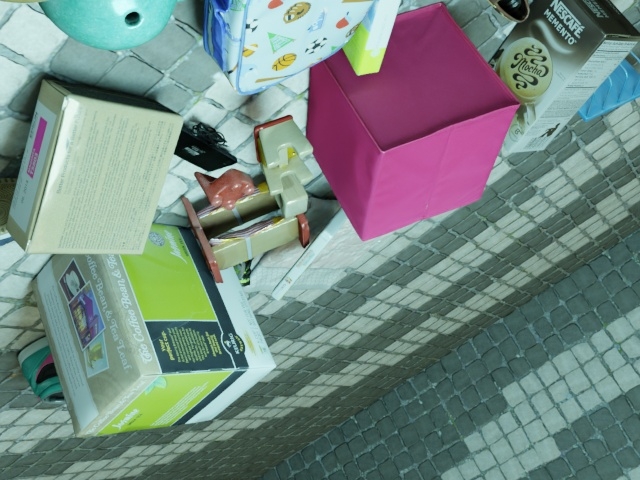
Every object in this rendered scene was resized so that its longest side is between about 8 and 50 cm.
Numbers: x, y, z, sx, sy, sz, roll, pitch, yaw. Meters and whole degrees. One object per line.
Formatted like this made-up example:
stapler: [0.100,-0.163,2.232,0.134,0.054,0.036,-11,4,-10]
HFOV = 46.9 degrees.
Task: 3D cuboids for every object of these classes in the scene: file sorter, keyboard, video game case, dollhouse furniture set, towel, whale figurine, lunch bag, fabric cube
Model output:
file sorter: [0.620,-0.360,1.592,0.170,0.118,0.104,-25,151,-7]
keyboard: [-0.207,-0.169,1.247,0.100,0.038,0.192,-12,162,23]
video game case: [0.000,0.000,1.504,0.206,0.026,0.227,-50,-178,36]
dollhouse furniture set: [-0.136,-0.087,1.290,0.201,0.152,0.374,-22,157,-11]
towel: [0.001,0.020,1.761,0.331,0.053,0.317,4,140,-49]
whale figurine: [-0.197,-0.325,0.829,0.272,0.141,0.216,-35,153,13]
lunch bag: [-0.041,-0.319,0.945,0.243,0.115,0.303,-29,169,-16]
fabric cube: [0.141,-0.200,1.263,0.259,0.254,0.258,-20,151,-15]

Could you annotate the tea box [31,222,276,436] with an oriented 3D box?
tea box: [-0.313,0.157,1.387,0.220,0.329,0.323,-42,150,28]

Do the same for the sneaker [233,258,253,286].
sneaker: [-0.171,0.059,1.631,0.067,0.078,0.188,-9,148,-34]

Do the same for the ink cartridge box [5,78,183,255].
ink cartridge box: [-0.329,-0.099,1.078,0.193,0.088,0.235,4,113,-47]

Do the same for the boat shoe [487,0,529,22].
boat shoe: [0.294,-0.426,1.205,0.073,0.073,0.207,-38,151,22]

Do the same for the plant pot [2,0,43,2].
plant pot: [-0.300,-0.340,0.693,0.236,0.032,0.236,-6,122,-10]

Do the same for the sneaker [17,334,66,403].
sneaker: [-0.492,0.254,1.561,0.295,0.178,0.124,-31,154,6]

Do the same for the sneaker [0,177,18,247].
sneaker: [-0.538,0.005,1.154,0.282,0.099,0.153,-23,155,-8]

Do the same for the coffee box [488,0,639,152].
coffee box: [0.434,-0.330,1.407,0.118,0.168,0.297,-9,148,-34]

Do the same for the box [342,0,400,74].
box: [0.068,-0.346,1.085,0.042,0.109,0.178,-13,151,-20]
